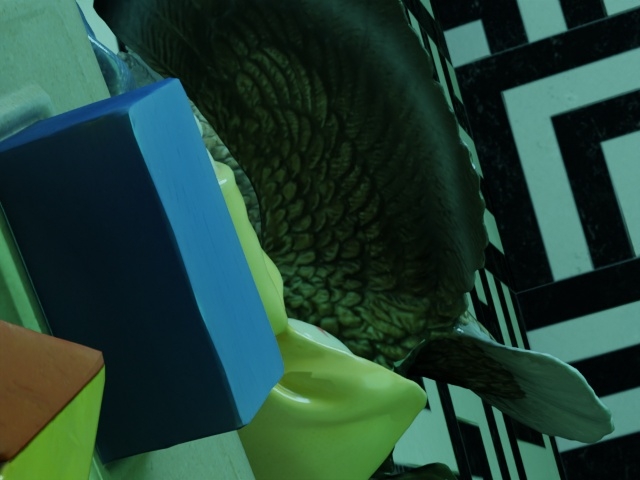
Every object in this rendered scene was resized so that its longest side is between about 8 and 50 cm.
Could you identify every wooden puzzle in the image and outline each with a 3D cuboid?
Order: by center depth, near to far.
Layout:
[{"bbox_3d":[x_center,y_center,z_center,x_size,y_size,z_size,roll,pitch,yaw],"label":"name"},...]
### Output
[{"bbox_3d":[-0.050,0.092,0.422,0.348,0.081,0.322,-60,131,-73],"label":"wooden puzzle"}]

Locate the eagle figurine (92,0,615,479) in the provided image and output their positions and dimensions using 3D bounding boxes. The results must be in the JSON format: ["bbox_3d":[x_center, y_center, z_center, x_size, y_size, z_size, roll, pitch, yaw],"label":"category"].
[{"bbox_3d":[-0.009,-0.001,0.809,0.225,0.226,0.298,14,63,-51],"label":"eagle figurine"}]

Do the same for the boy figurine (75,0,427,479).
[{"bbox_3d":[-0.059,-0.015,0.646,0.285,0.092,0.177,56,-14,-5],"label":"boy figurine"}]
